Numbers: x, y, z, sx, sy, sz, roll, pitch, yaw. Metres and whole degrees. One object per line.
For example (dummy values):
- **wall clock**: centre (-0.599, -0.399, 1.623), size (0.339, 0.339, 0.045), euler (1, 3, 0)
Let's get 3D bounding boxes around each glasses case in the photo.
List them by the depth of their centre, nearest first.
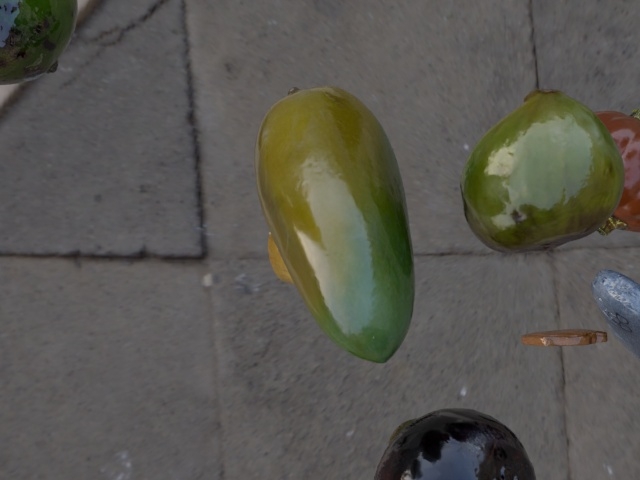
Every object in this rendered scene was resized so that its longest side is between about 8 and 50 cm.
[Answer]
- **glasses case**: centre (0.467, 0.122, 1.594), size (0.067, 0.282, 0.109), euler (-47, 54, -3)

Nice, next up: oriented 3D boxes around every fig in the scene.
- **fig**: centre (0.190, -0.048, 0.939), size (0.153, 0.136, 0.121), euler (-52, 59, 32)

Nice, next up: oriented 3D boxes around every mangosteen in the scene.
- **mangosteen**: centre (0.108, 0.218, 0.941), size (0.152, 0.152, 0.152), euler (0, 91, 11)

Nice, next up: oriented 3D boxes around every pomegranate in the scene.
- **pomegranate**: centre (-0.428, -0.318, 1.419), size (0.202, 0.202, 0.248), euler (-35, 108, 9)

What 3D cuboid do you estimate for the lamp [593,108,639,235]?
- **lamp**: centre (0.470, -0.106, 1.707), size (0.223, 0.223, 0.196), euler (33, 88, 8)

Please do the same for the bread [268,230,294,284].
- **bread**: centre (0.000, 0.000, 1.417), size (0.073, 0.149, 0.122), euler (17, 117, 45)

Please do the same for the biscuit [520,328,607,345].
- **biscuit**: centre (0.340, 0.135, 1.528), size (0.102, 0.130, 0.019), euler (-4, 87, 43)

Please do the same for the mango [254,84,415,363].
- **mango**: centre (0.011, -0.018, 0.877), size (0.114, 0.156, 0.251), euler (-14, 49, 9)
